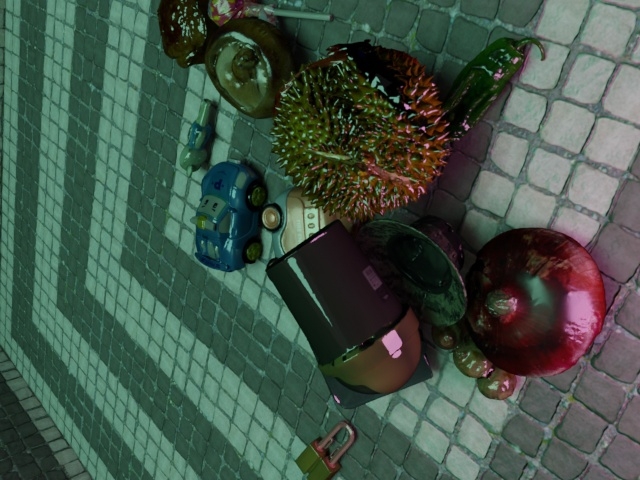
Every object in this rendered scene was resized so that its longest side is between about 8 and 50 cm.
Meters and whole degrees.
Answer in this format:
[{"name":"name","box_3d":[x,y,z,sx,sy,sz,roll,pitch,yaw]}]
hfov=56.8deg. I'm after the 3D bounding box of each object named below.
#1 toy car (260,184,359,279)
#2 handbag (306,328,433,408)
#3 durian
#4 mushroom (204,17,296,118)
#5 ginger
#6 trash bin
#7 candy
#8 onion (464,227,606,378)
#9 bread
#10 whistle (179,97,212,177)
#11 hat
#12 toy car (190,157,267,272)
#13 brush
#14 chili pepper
[{"name":"toy car","box_3d":[0.000,0.000,1.389,0.212,0.180,0.271,-1,97,34]},{"name":"handbag","box_3d":[0.088,0.182,1.288,0.238,0.089,0.327,-21,100,8]},{"name":"durian","box_3d":[0.075,-0.213,1.139,0.347,0.384,0.348,2,122,3]},{"name":"mushroom","box_3d":[-0.163,-0.416,1.445,0.253,0.153,0.253,26,138,26]},{"name":"ginger","box_3d":[0.305,0.234,1.187,0.204,0.104,0.080,46,113,9]},{"name":"trash bin","box_3d":[0.054,0.145,1.133,0.214,0.214,0.334,-33,95,43]},{"name":"candy","box_3d":[-0.125,-0.562,1.451,0.365,0.124,0.124,18,111,28]},{"name":"onion","box_3d":[0.347,0.107,1.048,0.272,0.195,0.272,-13,73,49]},{"name":"bread","box_3d":[-0.365,-0.604,1.631,0.232,0.135,0.247,-34,75,43]},{"name":"whistle","box_3d":[-0.356,-0.299,1.734,0.236,0.077,0.114,-68,26,22]},{"name":"hat","box_3d":[0.202,0.030,1.129,0.265,0.128,0.266,39,154,24]},{"name":"toy car","box_3d":[-0.269,-0.068,1.636,0.198,0.165,0.315,20,111,36]},{"name":"brush","box_3d":[0.020,0.558,1.565,0.103,0.047,0.233,50,128,25]},{"name":"chili pepper","box_3d":[0.298,-0.284,1.111,0.100,0.074,0.257,52,134,19]}]
